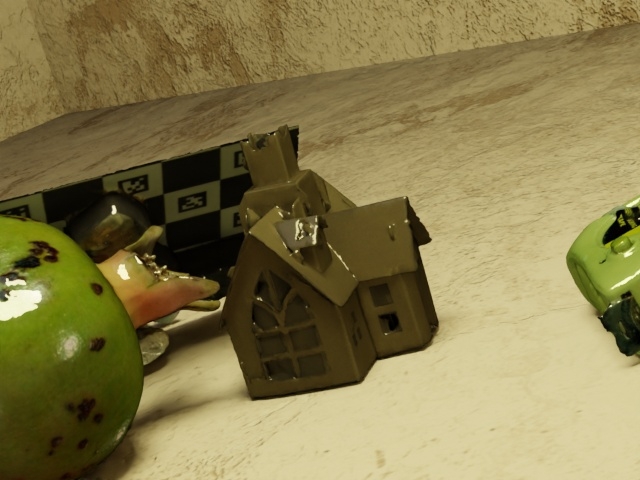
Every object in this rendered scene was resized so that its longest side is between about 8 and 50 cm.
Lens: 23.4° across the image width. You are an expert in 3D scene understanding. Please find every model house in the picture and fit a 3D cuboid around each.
[{"bbox_3d":[0.000,0.000,1.550,0.204,0.243,0.211,-13,14,20],"label":"model house"}]

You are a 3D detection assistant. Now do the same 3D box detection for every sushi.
[{"bbox_3d":[-0.186,0.034,1.684,0.359,0.064,0.343,-15,-27,-12],"label":"sushi"}]

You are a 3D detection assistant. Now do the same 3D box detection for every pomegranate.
[{"bbox_3d":[-0.269,0.085,1.450,0.323,0.291,0.291,-36,14,3],"label":"pomegranate"}]

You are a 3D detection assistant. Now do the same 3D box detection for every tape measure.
[{"bbox_3d":[0.311,0.018,1.406,0.175,0.106,0.200,-31,12,2],"label":"tape measure"}]

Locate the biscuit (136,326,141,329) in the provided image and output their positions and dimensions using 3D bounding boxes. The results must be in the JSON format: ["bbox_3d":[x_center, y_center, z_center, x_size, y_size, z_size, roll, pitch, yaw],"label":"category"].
[{"bbox_3d":[-0.312,0.118,1.923,0.206,0.025,0.126,-17,14,-2],"label":"biscuit"}]

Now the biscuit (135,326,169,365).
[{"bbox_3d":[-0.291,0.146,1.750,0.265,0.040,0.188,-14,9,23],"label":"biscuit"}]

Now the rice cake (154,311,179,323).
[{"bbox_3d":[-0.245,0.070,1.816,0.208,0.033,0.033,16,28,-49],"label":"rice cake"}]
